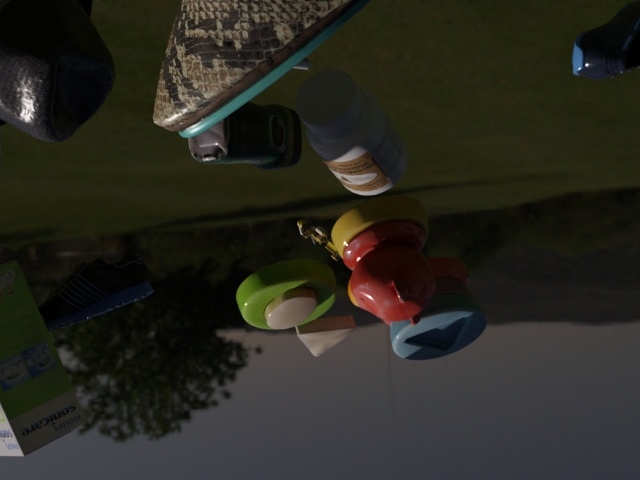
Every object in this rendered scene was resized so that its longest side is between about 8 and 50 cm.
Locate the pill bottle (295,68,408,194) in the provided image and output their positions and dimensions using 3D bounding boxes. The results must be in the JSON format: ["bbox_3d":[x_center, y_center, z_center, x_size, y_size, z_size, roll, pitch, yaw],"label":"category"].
[{"bbox_3d":[0.050,-0.177,1.643,0.131,0.131,0.229,-1,157,24],"label":"pill bottle"}]

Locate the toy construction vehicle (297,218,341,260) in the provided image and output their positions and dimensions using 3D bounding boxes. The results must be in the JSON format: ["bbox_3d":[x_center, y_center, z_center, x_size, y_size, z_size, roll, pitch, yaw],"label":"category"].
[{"bbox_3d":[0.000,0.000,2.067,0.086,0.035,0.098,39,173,37],"label":"toy construction vehicle"}]

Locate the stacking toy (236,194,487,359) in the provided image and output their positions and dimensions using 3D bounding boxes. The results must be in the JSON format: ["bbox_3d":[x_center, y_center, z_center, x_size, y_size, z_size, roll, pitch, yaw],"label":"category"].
[{"bbox_3d":[0.061,0.102,1.294,0.279,0.130,0.309,-27,146,16],"label":"stacking toy"}]

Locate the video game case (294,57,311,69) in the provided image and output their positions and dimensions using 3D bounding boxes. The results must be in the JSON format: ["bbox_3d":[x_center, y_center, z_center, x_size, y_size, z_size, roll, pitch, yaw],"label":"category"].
[{"bbox_3d":[-0.112,-0.368,1.851,0.157,0.019,0.143,-2,-135,-43],"label":"video game case"}]

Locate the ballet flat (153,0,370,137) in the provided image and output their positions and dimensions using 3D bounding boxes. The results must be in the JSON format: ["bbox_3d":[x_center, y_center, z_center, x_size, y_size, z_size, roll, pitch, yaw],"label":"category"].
[{"bbox_3d":[0.042,-0.259,0.751,0.483,0.182,0.164,-26,-155,16],"label":"ballet flat"}]

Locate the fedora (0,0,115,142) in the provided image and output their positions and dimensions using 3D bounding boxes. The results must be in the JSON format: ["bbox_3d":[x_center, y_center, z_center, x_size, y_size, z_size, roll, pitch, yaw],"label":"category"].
[{"bbox_3d":[-0.390,-0.247,1.423,0.152,0.334,0.334,39,-172,9],"label":"fedora"}]

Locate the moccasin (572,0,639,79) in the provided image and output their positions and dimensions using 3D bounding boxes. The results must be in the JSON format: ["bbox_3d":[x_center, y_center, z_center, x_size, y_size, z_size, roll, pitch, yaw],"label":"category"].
[{"bbox_3d":[0.599,-0.363,1.899,0.117,0.137,0.342,16,-142,38],"label":"moccasin"}]

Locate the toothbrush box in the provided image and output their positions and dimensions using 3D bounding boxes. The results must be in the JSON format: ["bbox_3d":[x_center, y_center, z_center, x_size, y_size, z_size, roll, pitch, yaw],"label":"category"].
[{"bbox_3d":[-0.514,0.194,1.621,0.122,0.283,0.206,-27,-174,-35],"label":"toothbrush box"}]

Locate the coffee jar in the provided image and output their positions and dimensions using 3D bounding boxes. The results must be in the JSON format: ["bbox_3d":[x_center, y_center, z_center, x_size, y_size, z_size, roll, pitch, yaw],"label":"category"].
[{"bbox_3d":[-0.101,-0.149,1.411,0.079,0.096,0.184,-3,177,33],"label":"coffee jar"}]

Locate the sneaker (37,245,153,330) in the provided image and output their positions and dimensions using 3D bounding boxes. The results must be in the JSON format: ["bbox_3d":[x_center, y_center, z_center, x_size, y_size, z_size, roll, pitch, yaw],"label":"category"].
[{"bbox_3d":[-0.401,0.086,1.701,0.232,0.090,0.081,-20,175,-4],"label":"sneaker"}]
